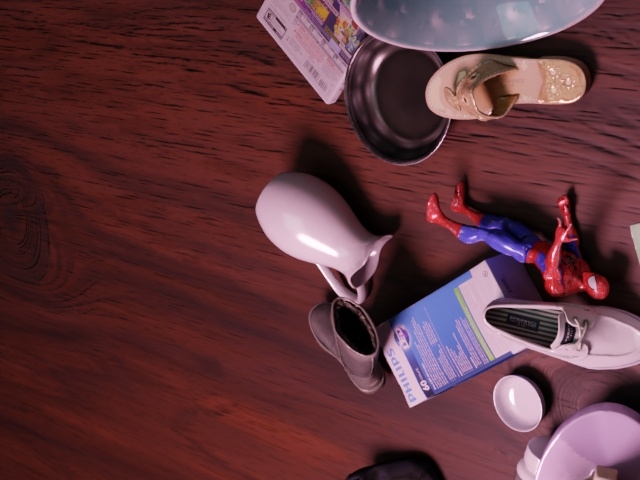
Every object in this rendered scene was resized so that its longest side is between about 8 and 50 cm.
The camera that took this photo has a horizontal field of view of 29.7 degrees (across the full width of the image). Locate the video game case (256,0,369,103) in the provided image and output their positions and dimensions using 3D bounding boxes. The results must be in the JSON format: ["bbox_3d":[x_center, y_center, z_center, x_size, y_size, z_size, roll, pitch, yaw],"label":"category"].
[{"bbox_3d":[-0.001,-0.341,1.826,0.201,0.023,0.183,53,134,21],"label":"video game case"}]

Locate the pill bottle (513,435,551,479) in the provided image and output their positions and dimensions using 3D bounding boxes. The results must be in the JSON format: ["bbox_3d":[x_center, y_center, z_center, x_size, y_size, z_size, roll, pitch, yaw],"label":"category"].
[{"bbox_3d":[0.307,0.349,1.692,0.078,0.078,0.137,30,122,36],"label":"pill bottle"}]

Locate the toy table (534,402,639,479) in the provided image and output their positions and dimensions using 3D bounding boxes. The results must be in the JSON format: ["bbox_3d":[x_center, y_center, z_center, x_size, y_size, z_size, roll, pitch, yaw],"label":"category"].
[{"bbox_3d":[0.350,0.366,1.551,0.252,0.161,0.274,0,110,18],"label":"toy table"}]

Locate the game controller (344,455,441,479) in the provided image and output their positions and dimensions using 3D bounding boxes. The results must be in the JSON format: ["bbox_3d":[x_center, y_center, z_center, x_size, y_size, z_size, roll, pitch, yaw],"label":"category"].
[{"bbox_3d":[0.137,0.501,1.868,0.166,0.067,0.319,-16,79,11],"label":"game controller"}]

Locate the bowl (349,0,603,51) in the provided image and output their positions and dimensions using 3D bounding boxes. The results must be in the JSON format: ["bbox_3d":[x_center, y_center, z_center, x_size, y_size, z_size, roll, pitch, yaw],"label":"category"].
[{"bbox_3d":[0.187,-0.362,1.463,0.311,0.311,0.163,-16,72,47],"label":"bowl"}]

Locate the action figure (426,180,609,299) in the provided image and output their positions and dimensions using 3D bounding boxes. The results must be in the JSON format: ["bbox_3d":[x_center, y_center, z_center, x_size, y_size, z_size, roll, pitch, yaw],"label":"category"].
[{"bbox_3d":[0.273,-0.023,1.597,0.280,0.091,0.139,35,134,33],"label":"action figure"}]

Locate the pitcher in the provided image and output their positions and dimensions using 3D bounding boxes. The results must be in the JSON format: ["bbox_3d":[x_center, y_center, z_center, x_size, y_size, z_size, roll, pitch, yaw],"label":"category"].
[{"bbox_3d":[0.000,0.000,1.876,0.207,0.125,0.178,35,142,19],"label":"pitcher"}]

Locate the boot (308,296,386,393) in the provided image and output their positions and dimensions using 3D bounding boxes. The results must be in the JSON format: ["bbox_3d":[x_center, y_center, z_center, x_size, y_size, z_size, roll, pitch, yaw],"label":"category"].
[{"bbox_3d":[0.033,0.136,1.823,0.189,0.076,0.208,47,174,25],"label":"boot"}]

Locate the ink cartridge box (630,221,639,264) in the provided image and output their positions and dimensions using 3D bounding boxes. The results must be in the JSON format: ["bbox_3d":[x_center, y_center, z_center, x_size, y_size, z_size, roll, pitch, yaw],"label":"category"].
[{"bbox_3d":[0.494,0.046,1.428,0.225,0.056,0.181,-12,94,48],"label":"ink cartridge box"}]

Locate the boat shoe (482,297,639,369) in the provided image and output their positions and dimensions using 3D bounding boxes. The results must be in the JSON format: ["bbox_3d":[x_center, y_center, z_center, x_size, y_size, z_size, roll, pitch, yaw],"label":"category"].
[{"bbox_3d":[0.316,0.122,1.553,0.226,0.076,0.083,5,90,18],"label":"boat shoe"}]

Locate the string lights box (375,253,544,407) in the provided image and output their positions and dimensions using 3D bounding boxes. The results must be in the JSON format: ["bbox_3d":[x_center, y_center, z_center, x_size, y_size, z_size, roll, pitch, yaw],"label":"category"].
[{"bbox_3d":[0.201,0.130,1.731,0.260,0.077,0.133,-36,76,45],"label":"string lights box"}]

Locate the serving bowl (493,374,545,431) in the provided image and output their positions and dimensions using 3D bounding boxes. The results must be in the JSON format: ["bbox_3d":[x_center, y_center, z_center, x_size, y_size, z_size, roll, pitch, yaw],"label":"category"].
[{"bbox_3d":[0.287,0.228,1.711,0.083,0.027,0.083,17,115,41],"label":"serving bowl"}]

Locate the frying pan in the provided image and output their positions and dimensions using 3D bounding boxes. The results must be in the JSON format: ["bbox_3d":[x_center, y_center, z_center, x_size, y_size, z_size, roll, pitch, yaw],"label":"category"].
[{"bbox_3d":[0.116,-0.268,1.709,0.197,0.053,0.326,15,112,40],"label":"frying pan"}]

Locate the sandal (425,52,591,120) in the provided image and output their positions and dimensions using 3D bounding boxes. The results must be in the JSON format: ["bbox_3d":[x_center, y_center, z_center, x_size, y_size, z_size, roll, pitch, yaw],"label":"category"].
[{"bbox_3d":[0.225,-0.198,1.568,0.240,0.079,0.088,-1,107,34],"label":"sandal"}]
